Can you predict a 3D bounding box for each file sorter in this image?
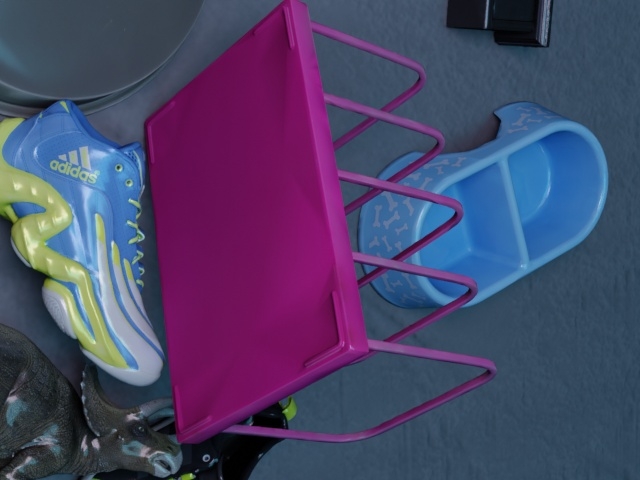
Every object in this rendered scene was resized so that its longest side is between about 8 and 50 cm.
[{"bbox_3d":[0.000,0.000,0.974,0.182,0.202,0.291,13,57,-39],"label":"file sorter"}]

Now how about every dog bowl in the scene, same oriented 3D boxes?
[{"bbox_3d":[0.178,-0.033,1.236,0.297,0.074,0.166,-27,113,-27],"label":"dog bowl"}]

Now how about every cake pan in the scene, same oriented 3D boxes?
[{"bbox_3d":[-0.207,-0.239,0.949,0.293,0.054,0.293,-7,103,-32],"label":"cake pan"}]

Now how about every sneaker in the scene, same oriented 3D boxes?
[{"bbox_3d":[-0.122,0.203,1.068,0.234,0.097,0.084,-40,118,-21],"label":"sneaker"},{"bbox_3d":[-0.170,-0.005,0.948,0.126,0.091,0.240,-35,99,5],"label":"sneaker"}]

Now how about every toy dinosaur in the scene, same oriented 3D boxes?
[{"bbox_3d":[-0.265,0.133,0.968,0.313,0.121,0.160,35,68,-29],"label":"toy dinosaur"}]

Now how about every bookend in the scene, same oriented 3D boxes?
[{"bbox_3d":[0.148,-0.271,1.168,0.157,0.072,0.156,-2,101,-33],"label":"bookend"}]
